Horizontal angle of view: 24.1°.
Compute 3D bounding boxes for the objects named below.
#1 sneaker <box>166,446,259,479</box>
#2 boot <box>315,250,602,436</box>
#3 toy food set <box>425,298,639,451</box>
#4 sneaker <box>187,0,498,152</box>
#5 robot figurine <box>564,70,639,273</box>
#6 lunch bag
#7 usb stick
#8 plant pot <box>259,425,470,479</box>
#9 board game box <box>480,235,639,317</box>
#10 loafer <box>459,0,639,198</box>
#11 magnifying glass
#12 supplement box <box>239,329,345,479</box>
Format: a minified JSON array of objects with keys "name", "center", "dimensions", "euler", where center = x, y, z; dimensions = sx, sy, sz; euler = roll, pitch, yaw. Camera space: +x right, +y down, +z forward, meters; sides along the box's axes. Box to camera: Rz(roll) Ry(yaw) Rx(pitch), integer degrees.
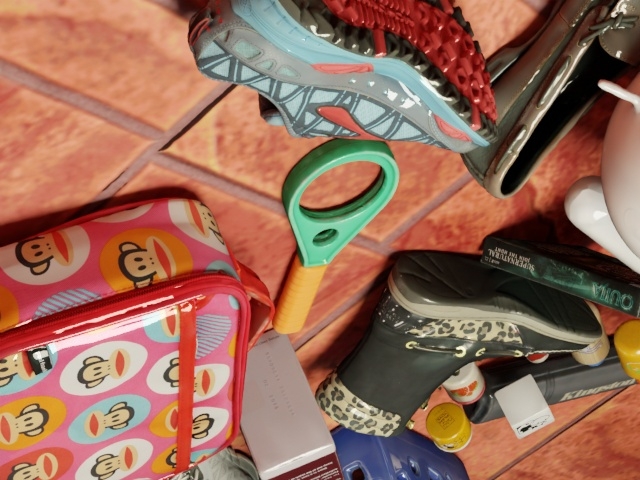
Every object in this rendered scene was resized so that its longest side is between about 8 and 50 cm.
[{"name":"sneaker","center":[-0.105,0.248,1.402],"dimensions":[0.086,0.132,0.228],"euler":[-33,147,14]},{"name":"boot","center":[0.124,0.102,1.372],"dimensions":[0.236,0.085,0.179],"euler":[11,129,-33]},{"name":"toy food set","center":[0.210,0.133,1.459],"dimensions":[0.232,0.111,0.104],"euler":[-29,147,3]},{"name":"sneaker","center":[0.017,-0.119,1.005],"dimensions":[0.125,0.104,0.262],"euler":[-24,149,34]},{"name":"robot figurine","center":[0.331,-0.025,1.084],"dimensions":[0.300,0.200,0.353],"euler":[-12,146,33]},{"name":"lunch bag","center":[-0.157,0.093,1.167],"dimensions":[0.258,0.120,0.293],"euler":[-18,149,-17]},{"name":"usb stick","center":[0.277,0.138,1.574],"dimensions":[0.278,0.045,0.077],"euler":[-11,145,-21]},{"name":"plant pot","center":[0.048,0.346,1.572],"dimensions":[0.236,0.212,0.236],"euler":[-34,148,15]},{"name":"board game box","center":[0.246,0.034,1.290],"dimensions":[0.126,0.186,0.026],"euler":[6,100,-38]},{"name":"loafer","center":[0.202,-0.134,1.087],"dimensions":[0.096,0.084,0.267],"euler":[15,132,-42]},{"name":"magnifying glass","center":[0.000,0.000,1.210],"dimensions":[0.092,0.026,0.231],"euler":[-8,145,-24]},{"name":"supplement box","center":[-0.026,0.196,1.380],"dimensions":[0.073,0.130,0.239],"euler":[-22,147,-4]}]
